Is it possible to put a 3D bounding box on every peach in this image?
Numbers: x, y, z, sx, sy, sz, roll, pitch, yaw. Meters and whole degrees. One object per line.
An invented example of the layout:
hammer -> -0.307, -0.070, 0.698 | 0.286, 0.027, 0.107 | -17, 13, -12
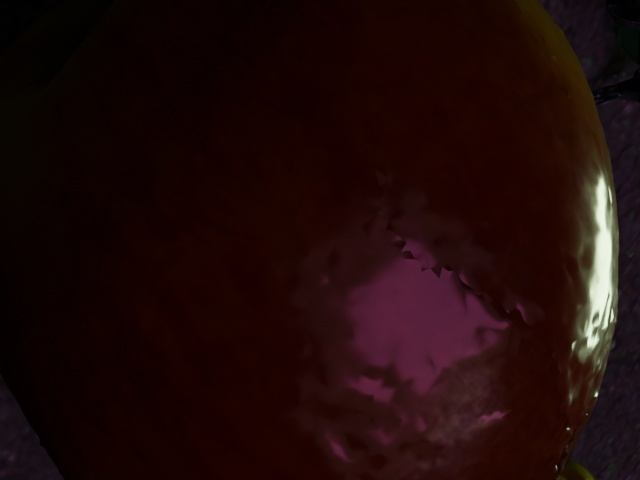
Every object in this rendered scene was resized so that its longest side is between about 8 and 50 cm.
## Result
peach -> 0.000, 0.000, 0.761 | 0.281, 0.238, 0.280 | 14, 67, -36

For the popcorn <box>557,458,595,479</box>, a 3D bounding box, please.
popcorn -> 0.069, 0.153, 1.026 | 0.194, 0.163, 0.140 | 12, 93, -36

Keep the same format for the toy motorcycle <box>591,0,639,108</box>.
toy motorcycle -> 0.207, -0.122, 1.042 | 0.173, 0.058, 0.100 | -20, 136, -37
